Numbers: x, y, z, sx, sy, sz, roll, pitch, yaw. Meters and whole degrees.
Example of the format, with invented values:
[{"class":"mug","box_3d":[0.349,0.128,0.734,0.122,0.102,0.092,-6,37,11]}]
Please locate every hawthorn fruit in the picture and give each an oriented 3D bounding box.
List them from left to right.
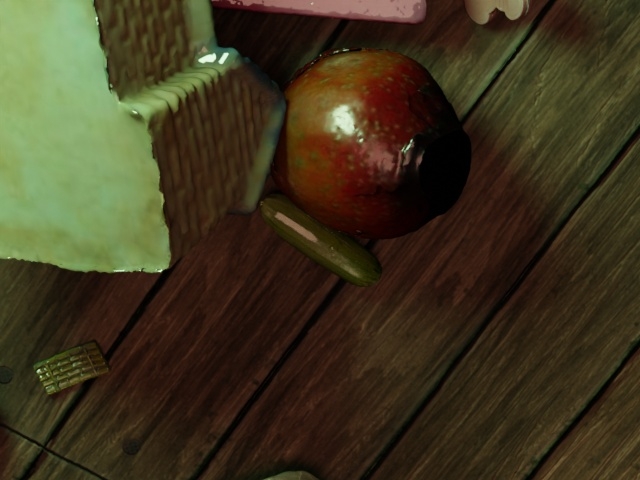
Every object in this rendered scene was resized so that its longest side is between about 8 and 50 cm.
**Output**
[{"class":"hawthorn fruit","box_3d":[0.073,-0.142,1.802,0.316,0.316,0.316,-2,110,-4]}]

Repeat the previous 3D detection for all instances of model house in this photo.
[{"class":"model house","box_3d":[-0.292,-0.234,1.640,0.395,0.400,0.445,4,116,29]}]

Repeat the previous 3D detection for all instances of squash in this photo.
[{"class":"squash","box_3d":[0.000,0.000,1.969,0.239,0.069,0.069,35,103,-16]}]

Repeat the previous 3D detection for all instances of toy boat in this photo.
[{"class":"toy boat","box_3d":[-0.414,0.213,2.036,0.115,0.016,0.063,-22,111,3]}]

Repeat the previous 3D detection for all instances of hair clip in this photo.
[{"class":"hair clip","box_3d":[0.258,-0.379,1.818,0.102,0.138,0.123,-21,118,8]}]

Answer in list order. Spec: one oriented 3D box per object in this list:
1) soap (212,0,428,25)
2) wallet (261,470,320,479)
[{"class":"soap","box_3d":[-0.018,-0.448,1.772,0.359,0.128,0.233,4,111,-6]},{"class":"wallet","box_3d":[-0.074,0.537,2.163,0.275,0.068,0.335,-29,116,10]}]
